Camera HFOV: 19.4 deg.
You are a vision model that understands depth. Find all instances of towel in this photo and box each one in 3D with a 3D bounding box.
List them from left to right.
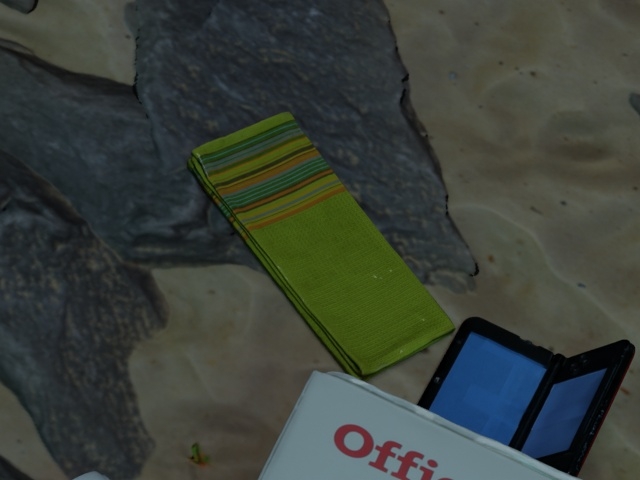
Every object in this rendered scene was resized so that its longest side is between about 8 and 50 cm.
[{"bbox_3d":[0.000,0.000,1.481,0.102,0.021,0.237,-28,67,-26],"label":"towel"}]

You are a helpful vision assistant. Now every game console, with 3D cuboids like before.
[{"bbox_3d":[0.148,0.118,1.403,0.085,0.124,0.144,43,55,-16],"label":"game console"}]

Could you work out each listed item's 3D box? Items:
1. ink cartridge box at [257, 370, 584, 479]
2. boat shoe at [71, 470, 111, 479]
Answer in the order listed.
[{"bbox_3d":[0.037,0.322,1.190,0.286,0.166,0.395,25,56,3],"label":"ink cartridge box"},{"bbox_3d":[-0.212,0.241,1.246,0.228,0.080,0.076,-30,66,-36],"label":"boat shoe"}]
